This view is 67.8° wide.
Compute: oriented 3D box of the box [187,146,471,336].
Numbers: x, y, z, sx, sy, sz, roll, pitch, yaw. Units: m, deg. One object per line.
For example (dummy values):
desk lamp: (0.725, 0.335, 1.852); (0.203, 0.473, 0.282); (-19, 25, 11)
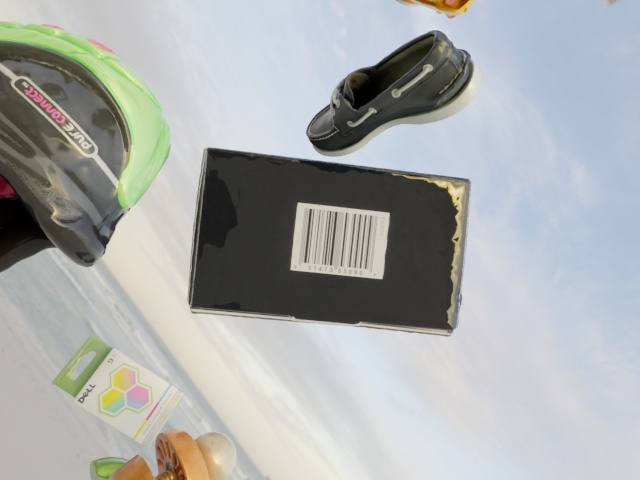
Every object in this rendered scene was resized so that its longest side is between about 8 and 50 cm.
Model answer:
box: (0.000, 0.000, 1.043); (0.472, 0.480, 0.297); (-179, -85, -84)

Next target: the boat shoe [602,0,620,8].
boat shoe: (0.635, -0.548, 0.968); (0.070, 0.078, 0.219); (64, 9, 1)

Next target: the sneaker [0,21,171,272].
sneaker: (-0.368, -0.053, 0.370); (0.185, 0.483, 0.202); (74, 16, -56)

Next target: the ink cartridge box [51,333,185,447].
ink cartridge box: (-0.363, 0.266, 0.857); (0.209, 0.109, 0.062); (35, -22, -5)

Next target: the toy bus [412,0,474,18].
toy bus: (0.213, -0.463, 0.818); (0.211, 0.149, 0.220); (31, 13, -49)

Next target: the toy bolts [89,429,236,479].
toy bolts: (-0.121, 0.306, 0.496); (0.218, 0.158, 0.228); (-43, -115, 49)

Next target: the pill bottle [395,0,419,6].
pill bottle: (0.243, -0.673, 1.111); (0.121, 0.121, 0.216); (50, -33, 8)

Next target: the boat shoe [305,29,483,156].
boat shoe: (0.071, -0.202, 0.667); (0.091, 0.114, 0.302); (31, -30, -34)
